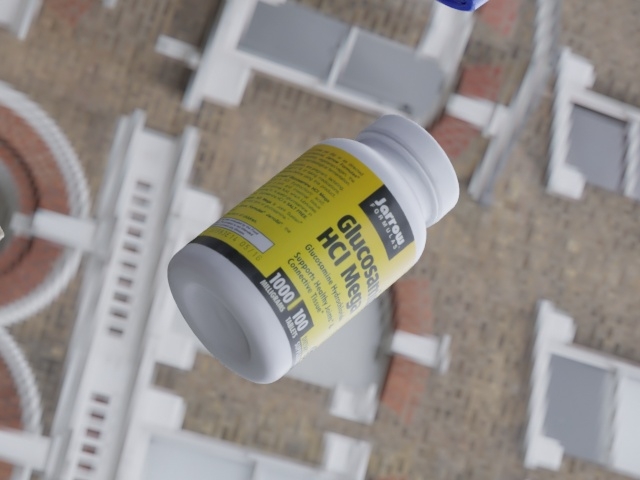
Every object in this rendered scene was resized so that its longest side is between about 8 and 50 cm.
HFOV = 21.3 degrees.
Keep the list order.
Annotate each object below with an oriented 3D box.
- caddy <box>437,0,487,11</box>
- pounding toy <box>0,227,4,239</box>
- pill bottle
[{"bbox_3d":[0.108,-0.378,1.566,0.179,0.341,0.241,-42,159,-12],"label":"caddy"},{"bbox_3d":[-0.340,-0.009,1.426,0.100,0.141,0.130,-39,-104,29],"label":"pounding toy"},{"bbox_3d":[0.000,0.000,1.992,0.334,0.188,0.188,-40,-173,-24],"label":"pill bottle"}]
